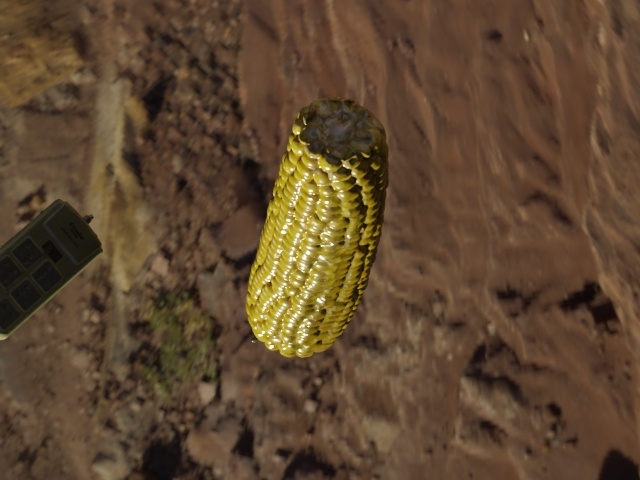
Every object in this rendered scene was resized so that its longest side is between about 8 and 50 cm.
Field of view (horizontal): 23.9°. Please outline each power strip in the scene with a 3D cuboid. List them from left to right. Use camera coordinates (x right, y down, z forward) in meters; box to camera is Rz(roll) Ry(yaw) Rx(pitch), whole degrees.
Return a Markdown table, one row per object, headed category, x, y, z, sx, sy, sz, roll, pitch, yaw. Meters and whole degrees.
| category | x | y | z | sx | sy | sz | roll | pitch | yaw |
| --- | --- | --- | --- | --- | --- | --- | --- | --- | --- |
| power strip | -0.297 | 0.025 | 1.581 | 0.169 | 0.028 | 0.076 | -45 | 104 | -25 |

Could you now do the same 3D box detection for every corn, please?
| category | x | y | z | sx | sy | sz | roll | pitch | yaw |
| --- | --- | --- | --- | --- | --- | --- | --- | --- | --- |
| corn | 0.000 | 0.000 | 1.251 | 0.101 | 0.101 | 0.310 | 18 | 142 | -1 |
